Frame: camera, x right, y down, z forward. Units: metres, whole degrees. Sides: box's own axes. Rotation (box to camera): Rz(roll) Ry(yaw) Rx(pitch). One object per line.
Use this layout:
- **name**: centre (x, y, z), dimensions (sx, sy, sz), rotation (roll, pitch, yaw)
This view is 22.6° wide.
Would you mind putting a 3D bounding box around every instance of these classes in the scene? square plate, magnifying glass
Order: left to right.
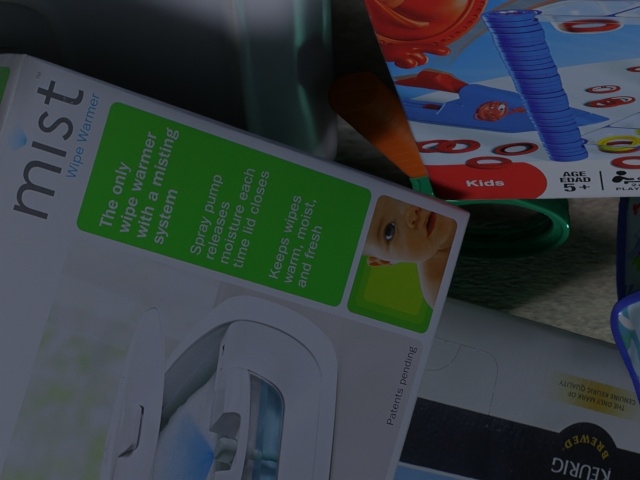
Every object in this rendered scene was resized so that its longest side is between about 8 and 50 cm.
- **square plate**: centre (-0.166, -0.108, 0.740), dimensions (0.347, 0.049, 0.344), rotation (4, 158, 2)
- **magnifying glass**: centre (0.069, -0.036, 0.883), dimensions (0.092, 0.026, 0.231), rotation (-7, 159, 27)

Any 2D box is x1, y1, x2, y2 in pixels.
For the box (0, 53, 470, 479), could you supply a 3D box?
- **box**: centre (-0.089, 0.072, 0.728), dimensions (0.231, 0.262, 0.127), rotation (19, 176, -29)

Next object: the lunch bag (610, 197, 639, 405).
- **lunch bag**: centre (0.226, 0.028, 0.849), dimensions (0.096, 0.151, 0.129), rotation (19, 154, -31)

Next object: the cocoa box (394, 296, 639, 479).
- **cocoa box**: centre (-0.011, 0.132, 0.970), dimensions (0.347, 0.228, 0.231), rotation (17, 175, -26)

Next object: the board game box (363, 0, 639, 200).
- **board game box**: centre (0.170, -0.117, 0.598), dimensions (0.308, 0.086, 0.302), rotation (-1, 157, 14)
